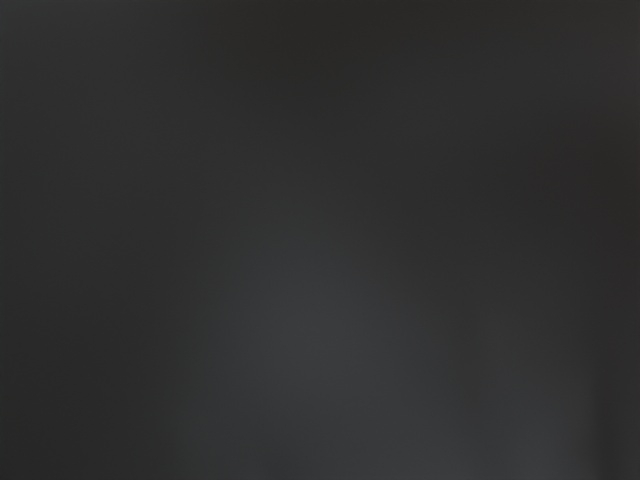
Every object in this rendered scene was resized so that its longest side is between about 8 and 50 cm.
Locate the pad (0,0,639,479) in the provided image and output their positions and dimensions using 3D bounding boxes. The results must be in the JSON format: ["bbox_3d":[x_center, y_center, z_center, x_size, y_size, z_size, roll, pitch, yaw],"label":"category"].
[{"bbox_3d":[0.000,0.001,0.419,0.375,0.063,0.315,4,82,-39],"label":"pad"}]
